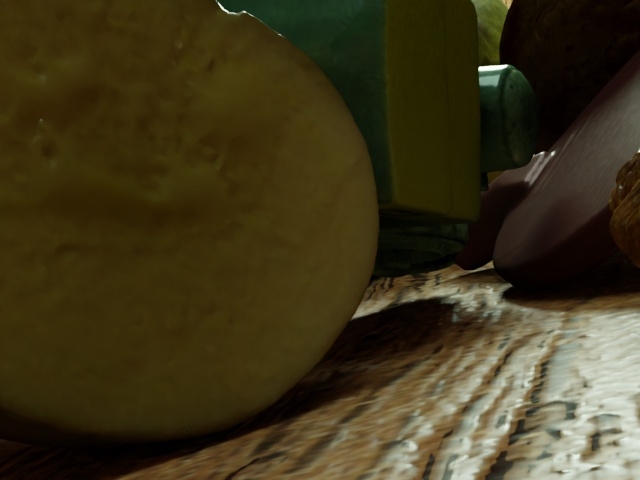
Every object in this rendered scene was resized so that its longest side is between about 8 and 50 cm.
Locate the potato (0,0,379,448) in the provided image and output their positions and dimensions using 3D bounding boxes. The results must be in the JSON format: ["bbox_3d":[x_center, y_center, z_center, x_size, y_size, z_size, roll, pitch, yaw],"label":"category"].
[{"bbox_3d":[-0.105,0.002,0.512,0.203,0.178,0.158,-14,-9,-38],"label":"potato"}]

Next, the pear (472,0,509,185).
[{"bbox_3d":[0.034,-0.120,1.077,0.287,0.287,0.375,-13,7,-14],"label":"pear"}]

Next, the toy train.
[{"bbox_3d":[-0.081,-0.053,0.713,0.369,0.150,0.237,-4,-6,26],"label":"toy train"}]

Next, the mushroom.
[{"bbox_3d":[0.210,-0.103,0.821,0.231,0.194,0.138,-18,35,38],"label":"mushroom"}]

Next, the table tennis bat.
[{"bbox_3d":[0.143,-0.047,0.697,0.200,0.038,0.310,-53,5,-27],"label":"table tennis bat"}]

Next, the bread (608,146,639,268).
[{"bbox_3d":[0.165,-0.022,0.429,0.105,0.076,0.233,-59,8,-12],"label":"bread"}]
